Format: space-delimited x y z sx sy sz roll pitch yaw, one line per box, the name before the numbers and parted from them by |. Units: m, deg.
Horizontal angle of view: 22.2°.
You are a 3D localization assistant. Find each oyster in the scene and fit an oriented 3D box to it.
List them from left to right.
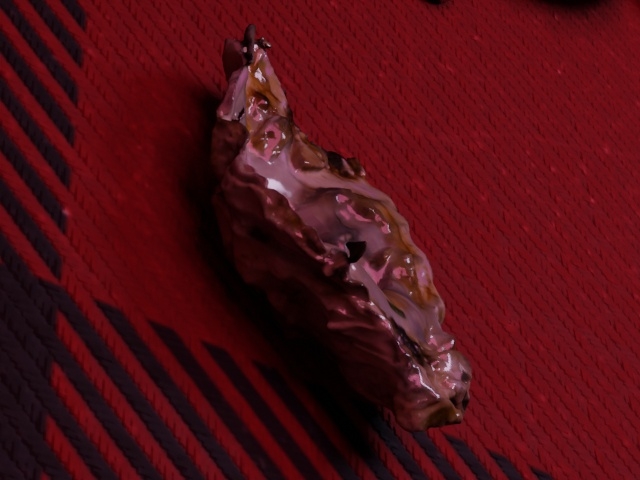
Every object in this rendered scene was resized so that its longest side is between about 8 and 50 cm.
oyster | -0.004 0.001 1.187 0.201 0.107 0.354 36 20 -45

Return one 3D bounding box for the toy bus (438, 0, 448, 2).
toy bus | 0.136 -0.307 1.622 0.090 0.063 0.203 44 39 -6
